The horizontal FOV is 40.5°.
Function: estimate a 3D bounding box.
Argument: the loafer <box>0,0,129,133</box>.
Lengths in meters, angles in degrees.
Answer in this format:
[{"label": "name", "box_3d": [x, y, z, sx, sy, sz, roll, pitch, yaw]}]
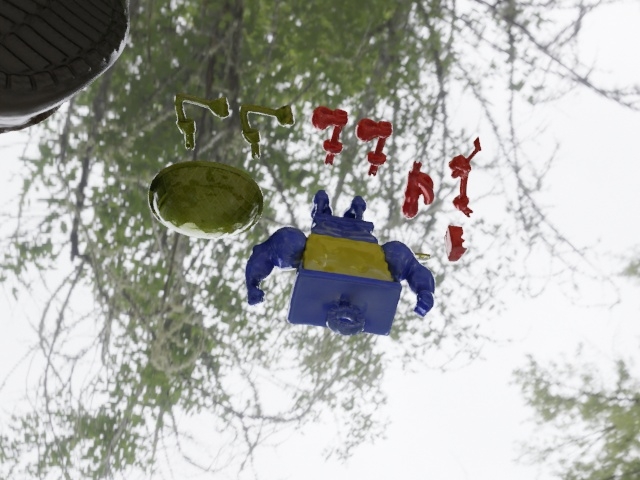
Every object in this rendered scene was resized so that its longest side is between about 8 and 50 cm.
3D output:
[{"label": "loafer", "box_3d": [-0.232, -0.182, 0.711, 0.134, 0.130, 0.366, 36, -149, -19]}]

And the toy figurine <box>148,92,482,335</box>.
[{"label": "toy figurine", "box_3d": [0.000, 0.000, 0.885, 0.362, 0.191, 0.217, 10, -141, -10]}]
